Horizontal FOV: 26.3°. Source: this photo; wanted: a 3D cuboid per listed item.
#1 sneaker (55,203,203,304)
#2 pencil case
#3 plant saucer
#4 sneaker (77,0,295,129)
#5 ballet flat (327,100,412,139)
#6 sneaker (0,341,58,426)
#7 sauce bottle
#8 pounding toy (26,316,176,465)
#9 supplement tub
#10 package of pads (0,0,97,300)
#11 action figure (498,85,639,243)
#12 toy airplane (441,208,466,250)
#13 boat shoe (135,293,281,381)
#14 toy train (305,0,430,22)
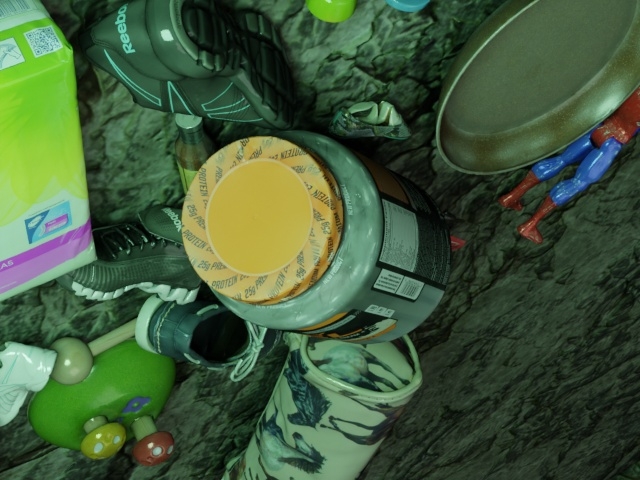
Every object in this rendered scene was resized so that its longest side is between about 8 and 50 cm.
[{"bbox_3d":[-0.180,0.005,1.370,0.106,0.078,0.234,-48,152,21],"label":"sneaker"},{"bbox_3d":[-0.013,0.249,1.824,0.160,0.183,0.410,-45,167,-44],"label":"pencil case"},{"bbox_3d":[0.251,-0.195,1.508,0.310,0.050,0.310,-24,149,-15],"label":"plant saucer"},{"bbox_3d":[-0.106,-0.156,1.201,0.106,0.101,0.267,-12,163,22],"label":"sneaker"},{"bbox_3d":[0.058,-0.127,1.438,0.114,0.041,0.041,-4,140,-42],"label":"ballet flat"},{"bbox_3d":[-0.336,0.148,1.469,0.061,0.054,0.152,27,136,-19],"label":"sneaker"},{"bbox_3d":[-0.119,-0.081,1.328,0.042,0.042,0.128,-25,152,-13],"label":"sauce bottle"},{"bbox_3d":[-0.229,0.194,1.572,0.183,0.110,0.237,-17,148,-26],"label":"pounding toy"},{"bbox_3d":[0.000,0.000,1.370,0.193,0.193,0.316,-40,159,13],"label":"supplement tub"},{"bbox_3d":[-0.313,-0.050,1.126,0.229,0.101,0.296,-23,149,-20],"label":"package of pads"},{"bbox_3d":[0.367,-0.111,1.711,0.139,0.091,0.280,14,129,-45],"label":"action figure"},{"bbox_3d":[0.111,0.012,1.709,0.151,0.028,0.151,-23,149,-15],"label":"toy airplane"},{"bbox_3d":[-0.107,0.105,1.555,0.254,0.079,0.095,24,86,-61],"label":"boat shoe"},{"bbox_3d":[0.016,-0.238,1.174,0.248,0.105,0.143,-19,162,-23],"label":"toy train"}]
